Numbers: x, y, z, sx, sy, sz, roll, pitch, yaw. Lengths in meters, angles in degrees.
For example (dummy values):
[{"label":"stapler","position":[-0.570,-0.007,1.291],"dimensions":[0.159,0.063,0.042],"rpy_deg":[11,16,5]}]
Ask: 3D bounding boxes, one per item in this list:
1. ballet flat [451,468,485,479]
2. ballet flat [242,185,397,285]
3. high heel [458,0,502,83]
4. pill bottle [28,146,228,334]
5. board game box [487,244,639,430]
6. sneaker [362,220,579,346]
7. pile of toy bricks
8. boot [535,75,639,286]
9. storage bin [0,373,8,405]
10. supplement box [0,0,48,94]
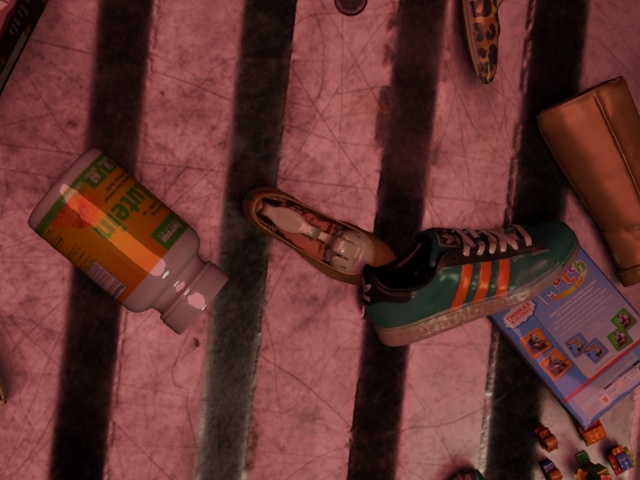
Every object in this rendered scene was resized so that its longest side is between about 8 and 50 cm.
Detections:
[{"label":"ballet flat","position":[0.244,0.416,1.782],"dimensions":[0.079,0.077,0.221],"rpy_deg":[-38,90,15]},{"label":"ballet flat","position":[0.000,0.000,1.742],"dimensions":[0.232,0.073,0.080],"rpy_deg":[25,89,-6]},{"label":"high heel","position":[0.278,-0.344,1.749],"dimensions":[0.186,0.093,0.261],"rpy_deg":[-4,83,1]},{"label":"pill bottle","position":[-0.243,0.006,1.686],"dimensions":[0.246,0.136,0.136],"rpy_deg":[41,87,-5]},{"label":"board game box","position":[0.350,0.126,1.769],"dimensions":[0.160,0.039,0.211],"rpy_deg":[-38,79,-4]},{"label":"sneaker","position":[0.198,0.030,1.729],"dimensions":[0.302,0.108,0.121],"rpy_deg":[-24,119,-4]},{"label":"pile of toy bricks","position":[0.380,0.325,1.769],"dimensions":[0.118,0.105,0.212],"rpy_deg":[-27,93,-5]},{"label":"boot","position":[0.455,-0.101,1.779],"dimensions":[0.236,0.089,0.269],"rpy_deg":[-25,92,-5]},{"label":"storage bin","position":[-0.564,0.132,1.665],"dimensions":[0.260,0.123,0.262],"rpy_deg":[-20,93,-6]},{"label":"supplement box","position":[-0.446,-0.272,1.633],"dimensions":[0.129,0.191,0.194],"rpy_deg":[26,88,-6]}]
